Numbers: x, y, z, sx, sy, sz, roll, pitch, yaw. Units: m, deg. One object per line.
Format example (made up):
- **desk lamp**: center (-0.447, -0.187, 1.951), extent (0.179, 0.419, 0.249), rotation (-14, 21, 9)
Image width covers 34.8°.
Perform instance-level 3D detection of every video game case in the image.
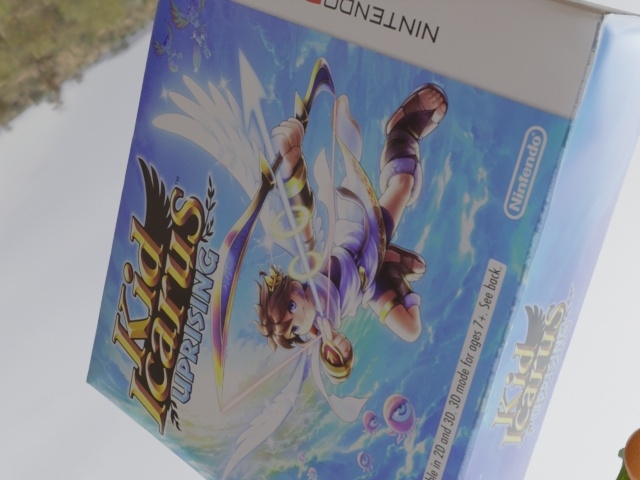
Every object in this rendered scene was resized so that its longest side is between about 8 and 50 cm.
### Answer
- **video game case**: center (0.000, 0.000, 0.474), extent (0.061, 0.269, 0.244), rotation (-4, -155, -46)

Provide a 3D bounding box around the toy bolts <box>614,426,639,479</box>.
- **toy bolts**: center (0.475, 0.243, 1.215), extent (0.228, 0.218, 0.158), rotation (-61, 177, -36)
